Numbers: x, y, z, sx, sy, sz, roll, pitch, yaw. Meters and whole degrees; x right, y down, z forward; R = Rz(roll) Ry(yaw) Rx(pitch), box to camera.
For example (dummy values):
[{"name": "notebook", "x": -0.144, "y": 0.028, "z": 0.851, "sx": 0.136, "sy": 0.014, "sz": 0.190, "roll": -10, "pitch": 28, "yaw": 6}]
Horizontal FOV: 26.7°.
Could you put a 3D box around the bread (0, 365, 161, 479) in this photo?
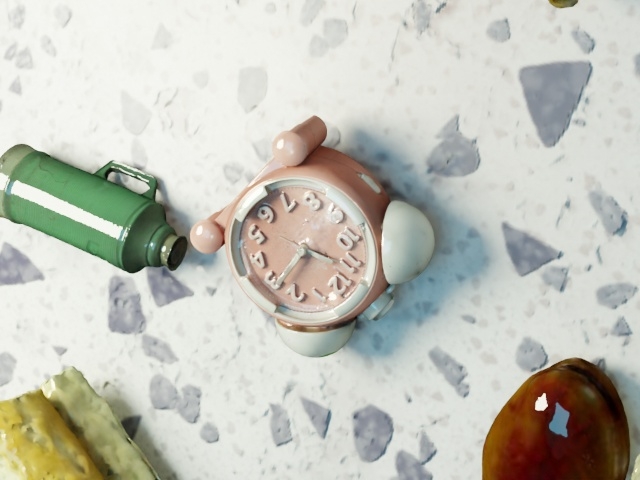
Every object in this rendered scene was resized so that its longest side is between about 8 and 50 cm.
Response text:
[{"name": "bread", "x": -0.216, "y": 0.330, "z": 1.231, "sx": 0.236, "sy": 0.165, "sz": 0.375, "roll": -42, "pitch": 81, "yaw": 28}]

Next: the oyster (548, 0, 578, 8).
[{"name": "oyster", "x": 0.095, "y": -0.337, "z": 1.009, "sx": 0.221, "sy": 0.096, "sz": 0.361, "roll": -12, "pitch": 91, "yaw": 34}]

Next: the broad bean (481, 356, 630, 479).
[{"name": "broad bean", "x": 0.181, "y": 0.176, "z": 1.055, "sx": 0.114, "sy": 0.084, "sz": 0.165, "roll": 40, "pitch": 121, "yaw": 33}]

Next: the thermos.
[{"name": "thermos", "x": -0.203, "y": -0.024, "z": 1.223, "sx": 0.187, "sy": 0.083, "sz": 0.073, "roll": 23, "pitch": 130, "yaw": 20}]

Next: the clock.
[{"name": "clock", "x": 0.000, "y": 0.000, "z": 1.116, "sx": 0.162, "sy": 0.093, "sz": 0.166, "roll": 46, "pitch": 115, "yaw": 3}]

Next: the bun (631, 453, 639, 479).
[{"name": "bun", "x": 0.366, "y": 0.237, "z": 0.904, "sx": 0.359, "sy": 0.211, "sz": 0.360, "roll": -1, "pitch": 87, "yaw": 24}]
